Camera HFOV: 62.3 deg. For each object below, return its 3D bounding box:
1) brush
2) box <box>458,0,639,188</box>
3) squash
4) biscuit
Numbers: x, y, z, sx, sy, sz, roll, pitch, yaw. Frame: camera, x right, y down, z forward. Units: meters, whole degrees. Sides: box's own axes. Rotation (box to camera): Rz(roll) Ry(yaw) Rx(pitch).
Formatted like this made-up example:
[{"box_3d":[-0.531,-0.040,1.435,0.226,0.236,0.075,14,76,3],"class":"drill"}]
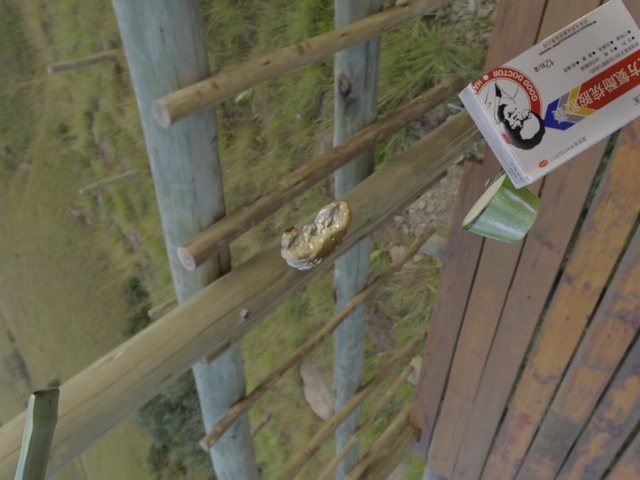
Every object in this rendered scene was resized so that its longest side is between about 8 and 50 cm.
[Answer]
[{"box_3d":[-0.187,0.186,0.342,0.030,0.033,0.178,9,86,10],"class":"brush"},{"box_3d":[0.464,-0.277,0.996,0.214,0.353,0.069,59,174,1],"class":"box"},{"box_3d":[0.421,-0.074,1.224,0.123,0.170,0.170,28,138,3],"class":"squash"},{"box_3d":[0.000,0.000,1.042,0.061,0.183,0.118,30,140,27],"class":"biscuit"}]
